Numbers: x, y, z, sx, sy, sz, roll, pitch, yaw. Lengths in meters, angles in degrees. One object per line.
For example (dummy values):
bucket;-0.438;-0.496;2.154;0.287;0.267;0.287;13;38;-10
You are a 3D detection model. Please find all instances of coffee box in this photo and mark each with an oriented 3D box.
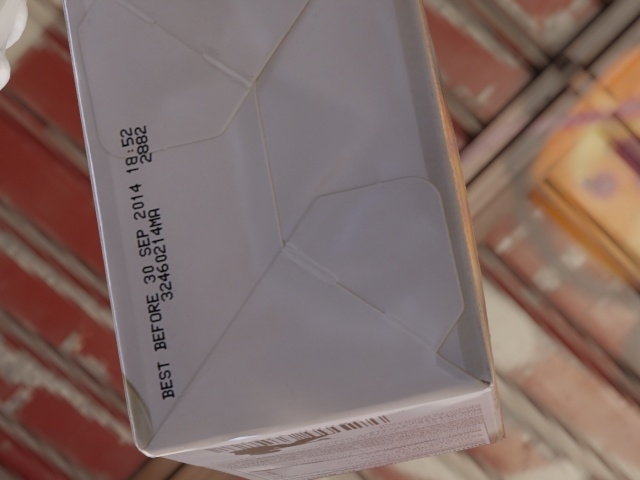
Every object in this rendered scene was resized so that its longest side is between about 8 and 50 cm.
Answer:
coffee box;0.000;0.000;0.734;0.297;0.119;0.168;55;-155;-79

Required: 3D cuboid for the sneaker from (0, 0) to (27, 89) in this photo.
sneaker;-0.127;-0.049;0.498;0.118;0.110;0.292;47;-122;-5
